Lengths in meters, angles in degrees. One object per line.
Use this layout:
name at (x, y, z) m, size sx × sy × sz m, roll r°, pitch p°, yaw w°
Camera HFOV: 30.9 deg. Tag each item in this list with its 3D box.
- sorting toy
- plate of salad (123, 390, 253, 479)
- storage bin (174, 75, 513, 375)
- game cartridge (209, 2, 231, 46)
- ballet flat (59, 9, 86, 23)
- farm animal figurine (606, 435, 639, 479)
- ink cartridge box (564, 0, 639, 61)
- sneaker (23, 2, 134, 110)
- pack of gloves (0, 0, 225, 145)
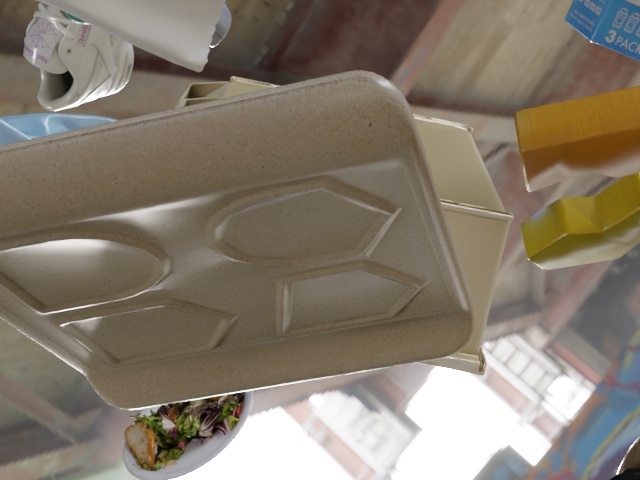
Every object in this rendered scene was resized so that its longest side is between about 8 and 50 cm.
sorting toy at (0.000, 0.000, 0.519) m, size 0.307 × 0.041 × 0.229 m, roll -11°, pitch -29°, yaw 10°
plate of salad at (-0.183, 0.238, 1.550) m, size 0.200 × 0.200 × 0.048 m, roll -41°, pitch -59°, yaw -19°
storage bin at (0.001, -0.027, 0.915) m, size 0.262 × 0.260 × 0.123 m, roll -87°, pitch 9°, yaw -70°
game cartridge at (-0.206, -0.293, 0.985) m, size 0.060 × 0.294 × 0.196 m, roll -48°, pitch -34°, yaw 7°
ballet flat at (-0.193, -0.288, 1.274) m, size 0.206 × 0.067 × 0.073 m, roll -14°, pitch -39°, yaw -19°
farm animal figurine at (0.269, 0.092, 0.490) m, size 0.327 × 0.330 × 0.172 m, roll -17°, pitch -44°, yaw 4°
ink cartridge box at (0.265, -0.213, 0.814) m, size 0.061 × 0.104 × 0.181 m, roll -107°, pitch 37°, yaw -63°
sneaker at (-0.302, -0.292, 1.476) m, size 0.152 × 0.114 × 0.305 m, roll -37°, pitch -29°, yaw -42°
pack of gloves at (-0.152, -0.090, 0.519) m, size 0.232 × 0.046 × 0.195 m, roll 15°, pitch -75°, yaw -34°
